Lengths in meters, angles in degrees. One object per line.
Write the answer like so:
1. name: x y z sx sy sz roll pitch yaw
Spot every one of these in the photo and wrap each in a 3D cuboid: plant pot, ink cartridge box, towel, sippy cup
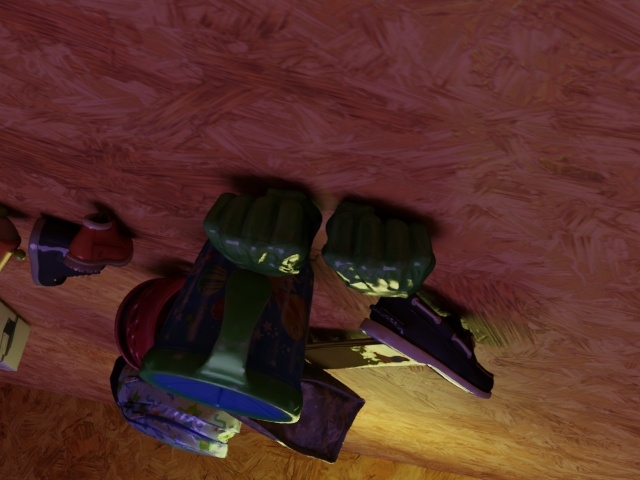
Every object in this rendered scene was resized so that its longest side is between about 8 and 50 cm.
1. plant pot: -0.238 0.150 1.776 0.191 0.191 0.174 26 167 -30
2. ink cartridge box: -0.866 0.205 2.578 0.223 0.129 0.307 14 162 5
3. towel: 0.071 0.204 1.861 0.237 0.021 0.102 -8 145 34
4. sippy cup: -0.113 0.118 1.497 0.240 0.224 0.305 28 159 -36

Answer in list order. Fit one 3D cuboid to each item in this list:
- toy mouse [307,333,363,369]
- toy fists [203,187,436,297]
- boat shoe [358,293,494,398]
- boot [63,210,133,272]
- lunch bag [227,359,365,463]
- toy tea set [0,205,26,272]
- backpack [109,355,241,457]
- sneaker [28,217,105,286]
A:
1. toy mouse: 0.016 0.204 1.962 0.143 0.031 0.161 17 161 -1
2. toy fists: 0.000 0.000 1.262 0.279 0.096 0.142 12 172 9
3. boat shoe: 0.180 0.151 1.559 0.114 0.091 0.302 27 176 42
4. boot: -0.318 -0.005 1.581 0.059 0.085 0.158 22 -168 13
5. lunch bag: -0.104 0.277 1.999 0.287 0.169 0.235 28 177 -38
6. toy tea set: -0.626 -0.050 1.689 0.336 0.124 0.200 23 -169 -31
7. backpack: -0.319 0.392 2.534 0.290 0.273 0.355 35 143 -31
8. sneaker: -0.410 0.039 1.751 0.118 0.083 0.222 16 161 -2
